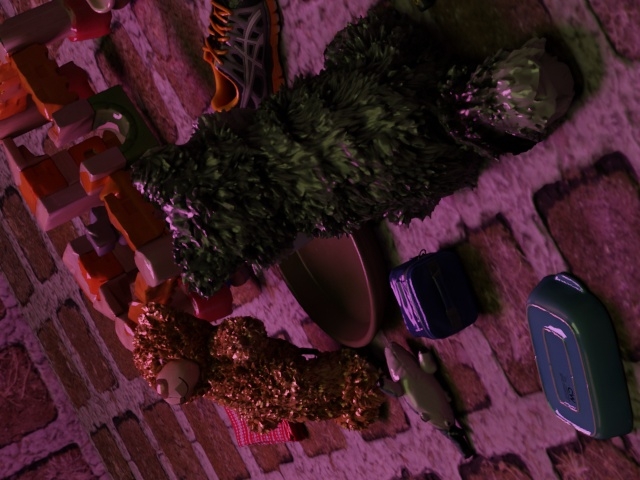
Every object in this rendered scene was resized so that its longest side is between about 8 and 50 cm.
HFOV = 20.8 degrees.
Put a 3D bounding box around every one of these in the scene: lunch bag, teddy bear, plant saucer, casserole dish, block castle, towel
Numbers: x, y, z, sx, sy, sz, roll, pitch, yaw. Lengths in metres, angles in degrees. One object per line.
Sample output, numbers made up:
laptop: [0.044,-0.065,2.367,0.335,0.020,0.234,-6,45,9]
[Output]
lunch bag: [0.124,0.056,1.882,0.065,0.067,0.098,-4,111,66]
teddy bear: [-0.079,0.179,2.217,0.245,0.338,0.113,143,143,-63]
plant saucer: [0.000,0.000,2.130,0.278,0.041,0.278,47,153,32]
casserole dish: [0.250,0.121,1.720,0.114,0.037,0.188,29,142,55]
block castle: [-0.260,-0.102,2.367,0.453,0.213,0.303,55,154,16]
towel: [-0.116,0.225,2.657,0.199,0.031,0.275,64,158,-1]

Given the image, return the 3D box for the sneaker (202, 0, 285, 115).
sneaker: [-0.098,-0.235,2.020,0.084,0.083,0.215,38,146,49]

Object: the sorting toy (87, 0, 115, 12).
sorting toy: [-0.291,-0.378,1.957,0.193,0.038,0.208,55,158,19]

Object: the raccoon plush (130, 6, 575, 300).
raccoon plush: [0.002,-0.097,1.667,0.216,0.299,0.446,61,158,4]

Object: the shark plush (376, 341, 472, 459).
shark plush: [0.135,0.185,2.068,0.161,0.073,0.067,42,178,-3]

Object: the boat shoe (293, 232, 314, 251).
boat shoe: [-0.018,-0.077,1.986,0.083,0.065,0.183,52,123,40]

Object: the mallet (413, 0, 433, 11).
mallet: [0.047,-0.300,1.694,0.189,0.039,0.062,59,157,-2]
